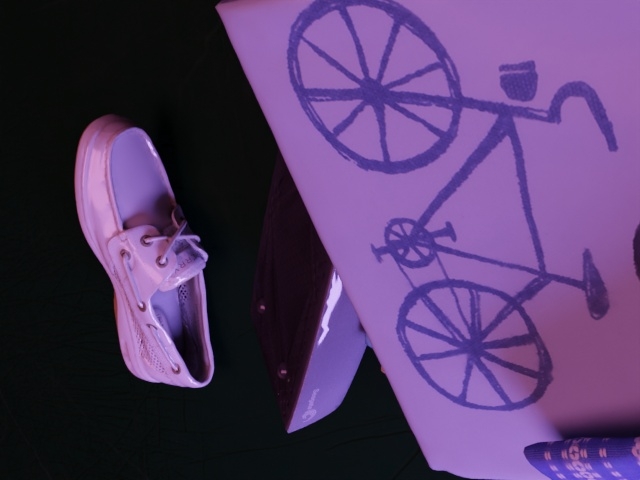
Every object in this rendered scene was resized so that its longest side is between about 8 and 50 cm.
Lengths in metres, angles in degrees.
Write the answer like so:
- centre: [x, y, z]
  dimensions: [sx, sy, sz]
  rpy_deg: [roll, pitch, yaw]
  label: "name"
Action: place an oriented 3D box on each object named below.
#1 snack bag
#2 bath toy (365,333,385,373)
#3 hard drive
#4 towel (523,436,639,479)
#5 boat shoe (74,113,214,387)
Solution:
- centre: [0.143, -0.009, 0.387]
  dimensions: [0.343, 0.037, 0.323]
  rpy_deg: [-6, 119, 37]
  label: "snack bag"
- centre: [0.199, 0.097, 0.544]
  dimensions: [0.348, 0.151, 0.129]
  rpy_deg: [27, 95, 25]
  label: "bath toy"
- centre: [0.000, 0.000, 0.659]
  dimensions: [0.172, 0.054, 0.254]
  rpy_deg: [-115, 32, -53]
  label: "hard drive"
- centre: [0.278, 0.160, 0.349]
  dimensions: [0.243, 0.040, 0.336]
  rpy_deg: [44, 150, -20]
  label: "towel"
- centre: [-0.148, 0.016, 0.814]
  dimensions: [0.096, 0.098, 0.277]
  rpy_deg: [10, 123, 36]
  label: "boat shoe"
